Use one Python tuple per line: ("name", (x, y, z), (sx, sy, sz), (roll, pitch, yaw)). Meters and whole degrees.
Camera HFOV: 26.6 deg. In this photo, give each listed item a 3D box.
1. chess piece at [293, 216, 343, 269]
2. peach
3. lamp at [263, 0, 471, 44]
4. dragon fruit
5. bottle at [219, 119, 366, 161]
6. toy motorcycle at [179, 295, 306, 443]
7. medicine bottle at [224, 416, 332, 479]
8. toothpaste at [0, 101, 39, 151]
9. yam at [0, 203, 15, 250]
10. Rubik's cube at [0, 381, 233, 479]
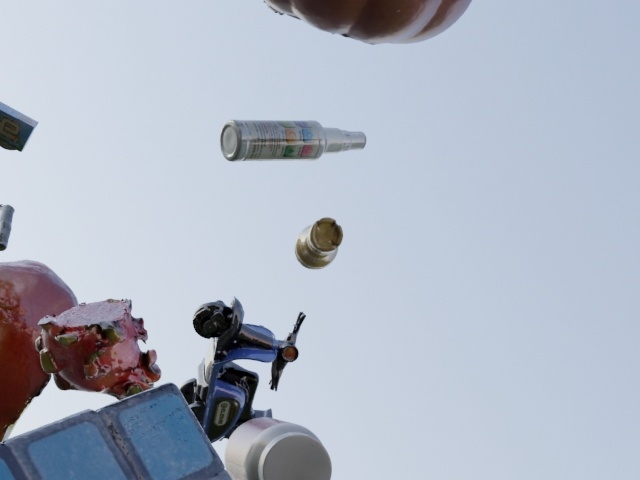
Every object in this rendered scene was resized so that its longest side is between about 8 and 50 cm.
("chess piece", (0.000, 0.000, 1.919), (0.066, 0.066, 0.122), (39, -14, 1))
("peach", (-0.550, 0.204, 2.348), (0.281, 0.281, 0.338), (-3, -90, 51))
("lamp", (0.048, -0.358, 1.532), (0.305, 0.305, 0.239), (29, -62, 18))
("dragon fruit", (-0.282, 0.147, 1.781), (0.133, 0.150, 0.207), (27, -14, 47))
("bottle", (-0.031, -0.136, 1.854), (0.060, 0.217, 0.060), (7, -82, 57))
("toy motorcycle", (-0.154, 0.257, 2.573), (0.213, 0.125, 0.358), (6, -57, -11))
("medicine bottle", (-0.065, 0.343, 2.093), (0.131, 0.131, 0.250), (44, -14, -9))
("toothpaste", (-0.556, -0.203, 2.169), (0.193, 0.070, 0.044), (29, 16, -10))
("yam", (-0.506, -0.017, 2.147), (0.033, 0.129, 0.027), (-1, -61, -6))
("Rubik's cube", (-0.228, 0.347, 1.171), (0.304, 0.305, 0.301), (-44, -106, 39))
